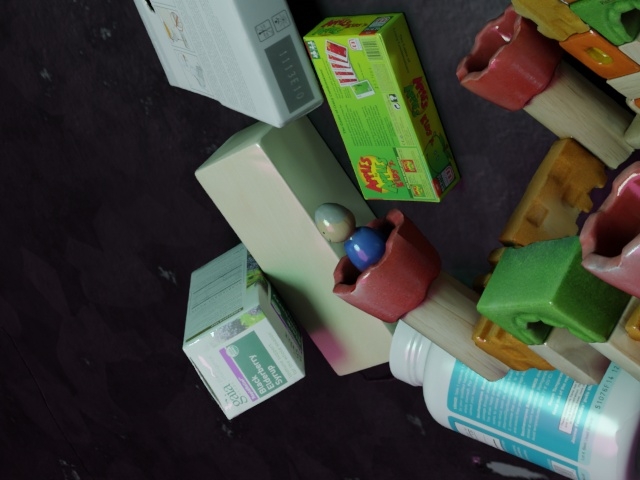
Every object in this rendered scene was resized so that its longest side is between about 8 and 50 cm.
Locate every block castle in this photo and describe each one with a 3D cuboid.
[{"bbox_3d":[0.196,-0.069,1.051,0.213,0.303,0.453,36,164,-16],"label":"block castle"}]

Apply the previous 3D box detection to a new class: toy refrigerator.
[{"bbox_3d":[0.000,0.000,1.550,0.102,0.094,0.269,-23,109,43],"label":"toy refrigerator"}]

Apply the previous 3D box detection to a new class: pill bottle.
[{"bbox_3d":[0.202,0.135,1.447,0.264,0.146,0.146,20,136,28],"label":"pill bottle"}]

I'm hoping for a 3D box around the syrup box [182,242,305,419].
[{"bbox_3d":[-0.080,0.086,1.582,0.096,0.237,0.093,-31,106,6],"label":"syrup box"}]

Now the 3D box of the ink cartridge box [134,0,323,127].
[{"bbox_3d":[-0.122,-0.258,1.448,0.239,0.060,0.275,27,145,56],"label":"ink cartridge box"}]

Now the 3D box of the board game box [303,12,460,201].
[{"bbox_3d":[0.060,-0.124,1.417,0.092,0.043,0.181,4,127,40],"label":"board game box"}]
